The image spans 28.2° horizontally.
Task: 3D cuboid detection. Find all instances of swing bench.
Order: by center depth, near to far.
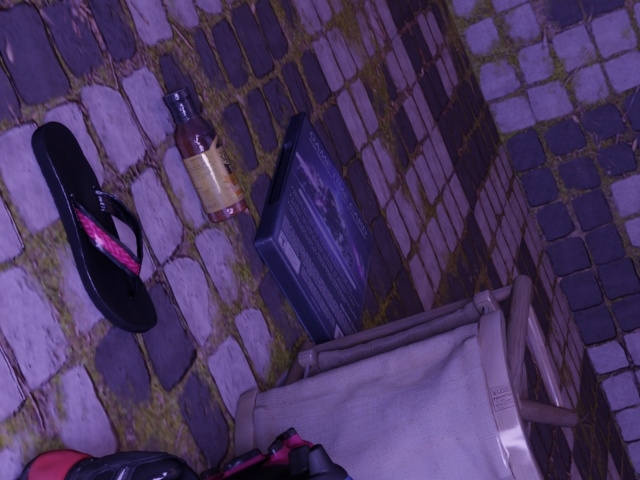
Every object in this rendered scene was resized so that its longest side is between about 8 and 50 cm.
[{"bbox_3d":[0.078,0.159,1.151,0.165,0.253,0.255,70,19,-1],"label":"swing bench"}]

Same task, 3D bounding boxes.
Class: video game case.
[{"bbox_3d":[0.000,0.000,1.434,0.196,0.026,0.274,60,21,-27],"label":"video game case"}]

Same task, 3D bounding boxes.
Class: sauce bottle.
[{"bbox_3d":[-0.110,-0.080,1.189,0.128,0.042,0.042,67,20,-14],"label":"sauce bottle"}]

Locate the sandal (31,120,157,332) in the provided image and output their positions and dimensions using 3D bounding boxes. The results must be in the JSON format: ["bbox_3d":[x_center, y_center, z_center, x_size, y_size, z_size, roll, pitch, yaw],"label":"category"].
[{"bbox_3d":[-0.165,-0.010,0.976,0.179,0.040,0.067,67,20,-9],"label":"sandal"}]

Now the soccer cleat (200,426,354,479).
[{"bbox_3d":[-0.024,0.220,0.900,0.143,0.116,0.331,65,-9,2],"label":"soccer cleat"}]

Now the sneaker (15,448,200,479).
[{"bbox_3d":[-0.111,0.245,0.745,0.097,0.135,0.276,44,34,-55],"label":"sneaker"}]
